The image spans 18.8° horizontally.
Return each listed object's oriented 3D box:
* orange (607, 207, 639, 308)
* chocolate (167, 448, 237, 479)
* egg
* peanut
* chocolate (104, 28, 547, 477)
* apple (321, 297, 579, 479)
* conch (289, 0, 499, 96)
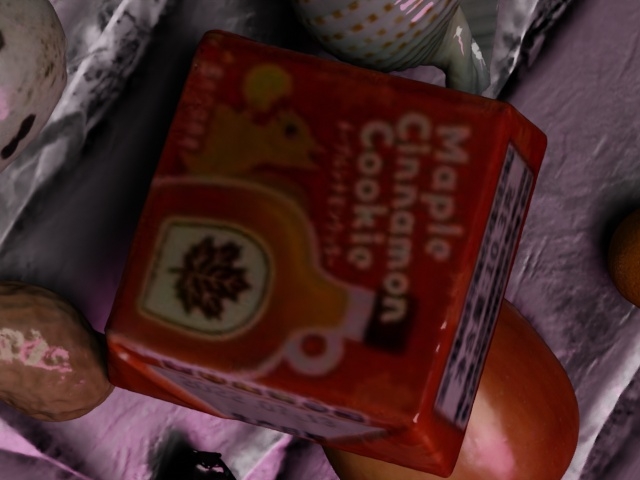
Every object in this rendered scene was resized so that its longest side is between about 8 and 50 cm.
[{"bbox_3d":[0.251,0.012,1.418,0.085,0.085,0.085,-6,105,-23],"label":"orange"},{"bbox_3d":[-0.045,0.194,1.348,0.147,0.070,0.072,29,100,-17],"label":"chocolate"},{"bbox_3d":[-0.221,-0.090,1.155,0.131,0.131,0.164,14,110,-26],"label":"egg"},{"bbox_3d":[-0.226,0.072,1.215,0.228,0.085,0.104,0,129,-25],"label":"peanut"},{"bbox_3d":[0.000,0.000,1.197,0.235,0.108,0.237,16,76,11],"label":"chocolate"},{"bbox_3d":[0.076,0.106,1.307,0.199,0.199,0.199,-6,105,-23],"label":"apple"},{"bbox_3d":[0.044,-0.178,1.246,0.131,0.172,0.200,4,134,14],"label":"conch"}]
